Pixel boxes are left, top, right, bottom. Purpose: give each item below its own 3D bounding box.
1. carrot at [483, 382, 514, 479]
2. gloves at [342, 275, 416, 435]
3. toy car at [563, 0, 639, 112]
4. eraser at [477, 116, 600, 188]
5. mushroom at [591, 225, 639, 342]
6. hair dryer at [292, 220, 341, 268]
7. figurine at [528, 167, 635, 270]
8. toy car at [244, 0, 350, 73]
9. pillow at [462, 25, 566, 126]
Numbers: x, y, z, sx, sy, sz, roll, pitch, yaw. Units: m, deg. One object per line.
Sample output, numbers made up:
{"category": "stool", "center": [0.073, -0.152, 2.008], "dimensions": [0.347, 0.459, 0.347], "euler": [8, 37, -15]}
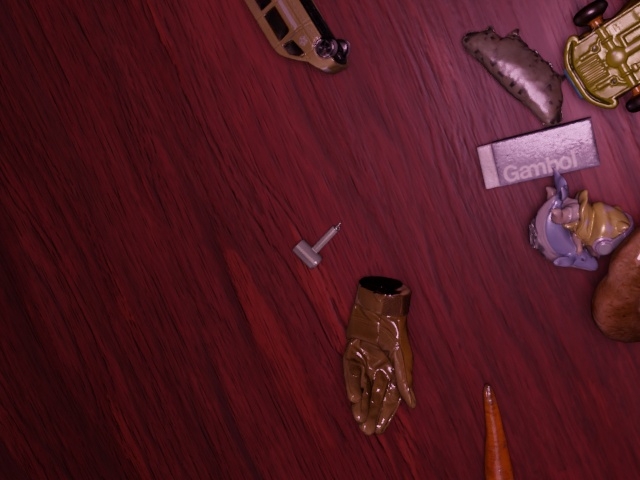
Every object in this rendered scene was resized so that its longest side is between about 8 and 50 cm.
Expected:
{"category": "carrot", "center": [0.373, 0.430, 1.389], "dimensions": [0.061, 0.061, 0.257], "euler": [-8, 90, 19]}
{"category": "gloves", "center": [0.125, 0.245, 1.374], "dimensions": [0.154, 0.141, 0.331], "euler": [2, 95, -9]}
{"category": "toy car", "center": [0.543, -0.336, 1.095], "dimensions": [0.248, 0.142, 0.200], "euler": [-27, 93, 32]}
{"category": "eraser", "center": [0.412, -0.163, 1.229], "dimensions": [0.212, 0.046, 0.092], "euler": [-13, 99, 20]}
{"category": "mushroom", "center": [0.600, 0.062, 1.136], "dimensions": [0.278, 0.146, 0.278], "euler": [-13, 130, -16]}
{"category": "hair dryer", "center": [0.000, 0.000, 1.410], "dimensions": [0.063, 0.038, 0.124], "euler": [44, 106, 4]}
{"category": "figurine", "center": [0.474, -0.030, 1.191], "dimensions": [0.184, 0.128, 0.208], "euler": [-18, 115, 18]}
{"category": "toy car", "center": [-0.051, -0.430, 1.285], "dimensions": [0.124, 0.101, 0.257], "euler": [-31, 91, 26]}
{"category": "pillow", "center": [0.374, -0.319, 1.200], "dimensions": [0.093, 0.051, 0.241], "euler": [-45, 83, 13]}
